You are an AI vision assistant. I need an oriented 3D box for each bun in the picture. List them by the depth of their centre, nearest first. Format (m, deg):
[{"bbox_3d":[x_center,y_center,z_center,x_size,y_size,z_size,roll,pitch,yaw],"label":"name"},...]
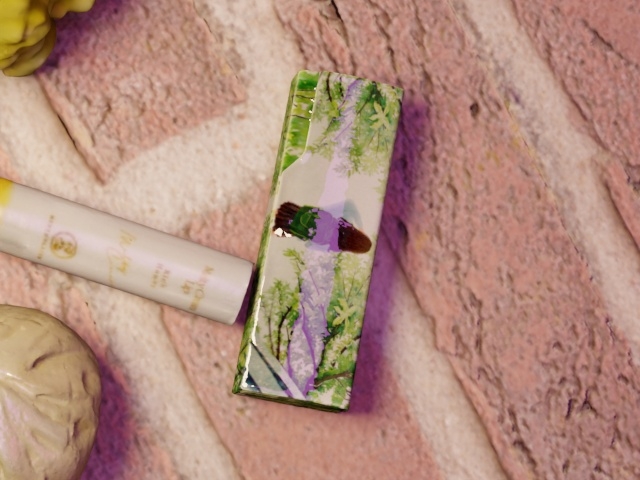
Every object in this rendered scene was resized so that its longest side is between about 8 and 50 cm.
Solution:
[{"bbox_3d":[-0.266,0.129,1.245,0.193,0.128,0.178,16,80,-7],"label":"bun"}]

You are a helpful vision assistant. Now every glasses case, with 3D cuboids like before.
[{"bbox_3d":[0.000,0.000,1.352,0.095,0.062,0.272,12,79,-10],"label":"glasses case"}]

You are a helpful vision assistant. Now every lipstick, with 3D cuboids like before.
[{"bbox_3d":[-0.184,0.003,1.316,0.264,0.059,0.059,18,78,-8],"label":"lipstick"}]

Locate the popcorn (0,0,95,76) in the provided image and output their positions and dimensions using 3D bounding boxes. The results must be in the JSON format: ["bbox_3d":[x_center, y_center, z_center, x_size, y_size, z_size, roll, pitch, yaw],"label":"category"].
[{"bbox_3d":[-0.293,-0.247,1.262,0.250,0.235,0.242,8,83,-50],"label":"popcorn"}]
